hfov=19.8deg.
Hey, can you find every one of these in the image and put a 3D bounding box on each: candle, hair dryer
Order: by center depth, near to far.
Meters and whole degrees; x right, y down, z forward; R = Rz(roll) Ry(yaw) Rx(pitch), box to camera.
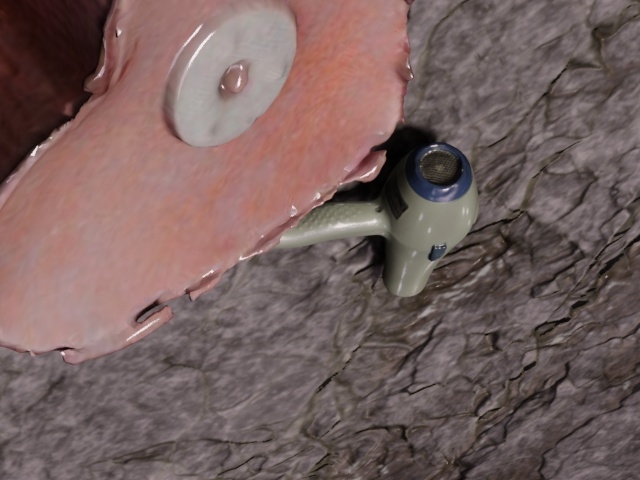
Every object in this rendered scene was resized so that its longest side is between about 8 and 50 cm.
[{"bbox_3d":[-0.069,-0.100,0.927,0.287,0.131,0.317,1,127,-51],"label":"candle"},{"bbox_3d":[0.010,0.006,1.220,0.199,0.067,0.167,-16,153,1],"label":"hair dryer"}]
